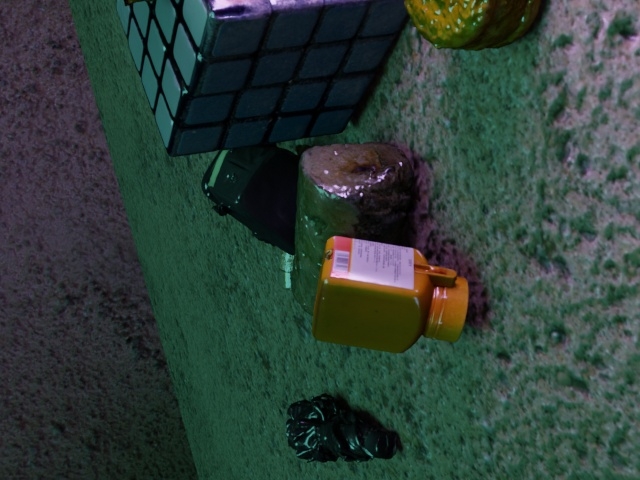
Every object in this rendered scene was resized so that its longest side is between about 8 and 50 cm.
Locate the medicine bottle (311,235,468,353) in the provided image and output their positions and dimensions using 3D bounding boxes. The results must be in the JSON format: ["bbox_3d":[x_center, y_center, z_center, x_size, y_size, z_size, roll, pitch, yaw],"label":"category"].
[{"bbox_3d":[0.105,0.089,1.131,0.112,0.222,0.149,-82,1,-49],"label":"medicine bottle"}]

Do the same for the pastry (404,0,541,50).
[{"bbox_3d":[0.181,-0.325,0.892,0.188,0.103,0.189,40,138,49],"label":"pastry"}]

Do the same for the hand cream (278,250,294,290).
[{"bbox_3d":[-0.056,0.005,1.600,0.084,0.084,0.203,22,119,59],"label":"hand cream"}]

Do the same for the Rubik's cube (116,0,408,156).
[{"bbox_3d":[-0.108,-0.376,1.174,0.344,0.344,0.337,66,153,21],"label":"Rubik's cube"}]

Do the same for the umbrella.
[{"bbox_3d":[0.028,0.428,1.594,0.128,0.154,0.336,39,167,-24],"label":"umbrella"}]

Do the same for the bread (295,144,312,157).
[{"bbox_3d":[-0.016,-0.163,1.464,0.088,0.033,0.049,44,175,47],"label":"bread"}]

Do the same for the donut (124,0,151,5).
[{"bbox_3d":[-0.244,-0.387,0.988,0.140,0.059,0.140,31,128,51],"label":"donut"}]

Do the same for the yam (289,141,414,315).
[{"bbox_3d":[0.047,-0.024,1.246,0.195,0.195,0.300,51,147,39],"label":"yam"}]

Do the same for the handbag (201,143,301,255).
[{"bbox_3d":[-0.091,-0.089,1.429,0.254,0.181,0.181,37,173,-39],"label":"handbag"}]
